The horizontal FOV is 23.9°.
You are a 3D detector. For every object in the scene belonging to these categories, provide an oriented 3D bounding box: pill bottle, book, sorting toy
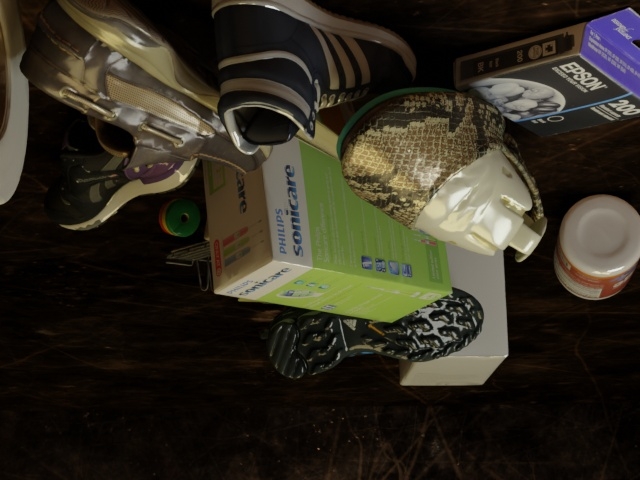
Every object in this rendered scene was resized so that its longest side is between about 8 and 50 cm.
[{"bbox_3d":[0.405,0.018,2.215,0.121,0.121,0.216,-3,165,5],"label":"pill bottle"},{"bbox_3d":[0.002,-0.144,1.654,0.035,0.096,0.144,-26,155,22],"label":"book"},{"bbox_3d":[-0.080,-0.055,1.918,0.274,0.132,0.046,10,179,-37],"label":"sorting toy"}]

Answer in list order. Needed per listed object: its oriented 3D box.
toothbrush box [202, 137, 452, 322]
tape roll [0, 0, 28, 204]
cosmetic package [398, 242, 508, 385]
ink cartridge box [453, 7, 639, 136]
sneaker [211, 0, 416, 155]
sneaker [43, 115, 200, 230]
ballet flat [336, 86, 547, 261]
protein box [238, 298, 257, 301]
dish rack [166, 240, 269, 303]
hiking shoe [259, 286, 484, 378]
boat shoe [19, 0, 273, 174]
[{"bbox_3d":[0.008,-0.029,1.836,0.283,0.206,0.122,11,152,-39],"label":"toothbrush box"},{"bbox_3d":[-0.369,-0.149,1.334,0.169,0.246,0.246,-2,164,4],"label":"tape roll"},{"bbox_3d":[0.192,0.086,2.247,0.138,0.224,0.225,0,165,-2],"label":"cosmetic package"},{"bbox_3d":[0.286,-0.177,1.656,0.208,0.045,0.206,-14,160,33],"label":"ink cartridge box"},{"bbox_3d":[-0.004,-0.151,1.522,0.099,0.153,0.282,-14,160,39],"label":"sneaker"},{"bbox_3d":[-0.270,-0.103,1.821,0.124,0.107,0.283,29,146,-33],"label":"sneaker"},{"bbox_3d":[0.172,-0.057,1.681,0.164,0.182,0.483,-44,165,11],"label":"ballet flat"},{"bbox_3d":[0.000,0.000,2.088,0.201,0.136,0.200,3,163,-13],"label":"protein box"},{"bbox_3d":[-0.090,0.038,2.310,0.208,0.074,0.271,-17,163,41],"label":"dish rack"},{"bbox_3d":[0.070,0.106,2.082,0.304,0.113,0.132,-6,-165,-6],"label":"hiking shoe"},{"bbox_3d":[-0.177,-0.144,1.511,0.130,0.132,0.355,-45,144,6],"label":"boat shoe"}]
